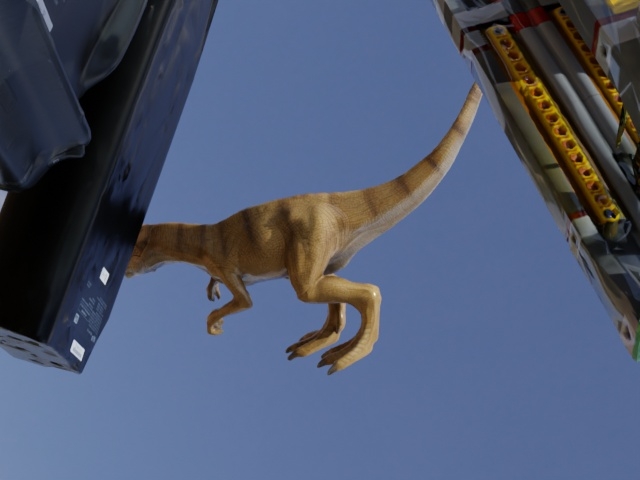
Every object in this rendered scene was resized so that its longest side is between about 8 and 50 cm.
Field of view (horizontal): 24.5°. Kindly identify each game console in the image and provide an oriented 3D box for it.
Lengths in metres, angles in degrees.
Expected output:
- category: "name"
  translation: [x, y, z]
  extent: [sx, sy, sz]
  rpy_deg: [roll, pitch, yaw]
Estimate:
- category: "game console"
  translation: [-0.087, -0.077, 0.532]
  extent: [0.361, 0.044, 0.213]
  rpy_deg: [98, 10, -77]

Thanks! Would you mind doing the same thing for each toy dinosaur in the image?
- category: "toy dinosaur"
  translation: [0.000, 0.000, 0.708]
  extent: [0.064, 0.211, 0.112]
  rpy_deg: [-80, 152, -75]

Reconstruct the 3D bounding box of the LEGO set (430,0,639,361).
- category: "LEGO set"
  translation: [0.143, -0.135, 0.396]
  extent: [0.331, 0.255, 0.192]
  rpy_deg: [71, -4, -55]
